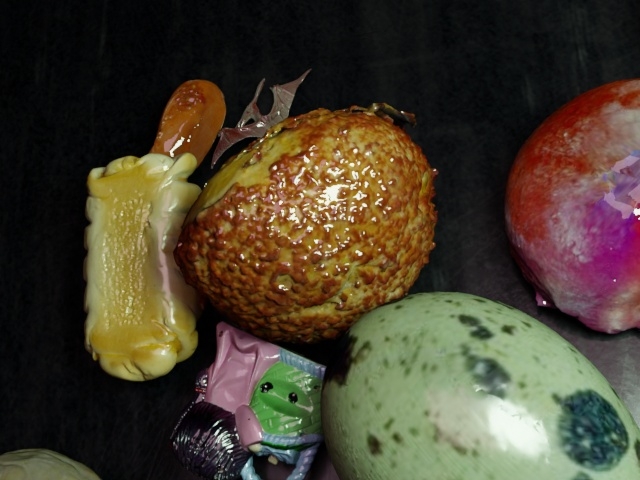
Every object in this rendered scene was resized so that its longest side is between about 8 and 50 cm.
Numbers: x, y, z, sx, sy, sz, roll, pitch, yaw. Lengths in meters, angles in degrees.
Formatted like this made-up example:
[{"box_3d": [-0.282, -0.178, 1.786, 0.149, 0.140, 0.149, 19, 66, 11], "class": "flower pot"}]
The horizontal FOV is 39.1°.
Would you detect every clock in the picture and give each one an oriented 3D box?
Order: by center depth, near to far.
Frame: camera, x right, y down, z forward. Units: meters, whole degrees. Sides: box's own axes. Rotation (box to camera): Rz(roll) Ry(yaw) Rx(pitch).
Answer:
[{"box_3d": [-0.085, 0.222, 1.147, 0.194, 0.100, 0.195, 23, 83, 22], "class": "clock"}]

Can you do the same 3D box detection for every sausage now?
[{"box_3d": [-0.201, -0.161, 1.340, 0.089, 0.089, 0.179, 18, 75, 21], "class": "sausage"}]

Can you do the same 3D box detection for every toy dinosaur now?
[{"box_3d": [-0.083, -0.179, 1.347, 0.220, 0.032, 0.108, -44, 60, -16], "class": "toy dinosaur"}]

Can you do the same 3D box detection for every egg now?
[{"box_3d": [0.175, 0.214, 0.973, 0.379, 0.287, 0.288, 25, 77, 24], "class": "egg"}]

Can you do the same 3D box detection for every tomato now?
[{"box_3d": [0.361, -0.071, 1.107, 0.335, 0.176, 0.289, -45, 62, -4], "class": "tomato"}]

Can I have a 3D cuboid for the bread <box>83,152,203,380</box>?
[{"box_3d": [-0.241, 0.037, 1.241, 0.172, 0.121, 0.311, -3, 79, 17], "class": "bread"}]

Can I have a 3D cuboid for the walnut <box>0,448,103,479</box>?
[{"box_3d": [-0.355, 0.363, 1.106, 0.224, 0.224, 0.224, -5, 67, 13], "class": "walnut"}]

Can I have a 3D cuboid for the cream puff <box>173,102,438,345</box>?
[{"box_3d": [-0.001, 0.002, 1.101, 0.350, 0.350, 0.229, -29, 71, 2], "class": "cream puff"}]
